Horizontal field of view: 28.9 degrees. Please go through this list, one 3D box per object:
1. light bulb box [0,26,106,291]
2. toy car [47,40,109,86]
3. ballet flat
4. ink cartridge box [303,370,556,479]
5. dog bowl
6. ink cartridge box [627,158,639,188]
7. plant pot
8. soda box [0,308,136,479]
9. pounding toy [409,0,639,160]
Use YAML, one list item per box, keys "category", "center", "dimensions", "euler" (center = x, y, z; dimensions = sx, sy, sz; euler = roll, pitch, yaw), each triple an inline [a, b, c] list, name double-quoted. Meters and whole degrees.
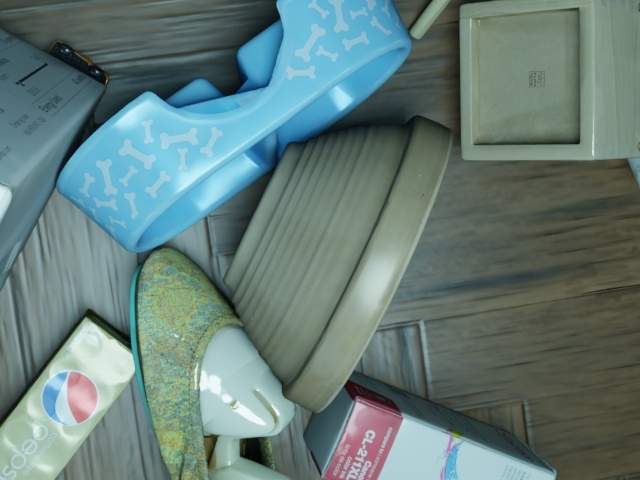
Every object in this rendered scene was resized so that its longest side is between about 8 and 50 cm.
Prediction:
- category: "light bulb box"
  center: [-0.367, -0.069, 0.797]
  dimensions: [0.361, 0.358, 0.225]
  euler: [29, 103, -8]
- category: "toy car"
  center: [-0.182, -0.167, 0.989]
  dimensions: [0.060, 0.040, 0.122]
  euler: [18, 94, 12]
- category: "ballet flat"
  center: [-0.066, 0.173, 0.988]
  dimensions: [0.123, 0.123, 0.348]
  euler: [-8, 99, -7]
- category: "ink cartridge box"
  center: [0.085, 0.175, 1.009]
  dimensions: [0.175, 0.127, 0.072]
  euler: [23, 92, -9]
- category: "dog bowl"
  center: [-0.057, -0.096, 0.940]
  dimensions: [0.297, 0.166, 0.074]
  euler: [-36, 85, -6]
- category: "ink cartridge box"
  center: [0.359, -0.191, 1.057]
  dimensions: [0.275, 0.060, 0.238]
  euler: [-17, 72, -6]
- category: "plant pot"
  center: [0.000, 0.000, 0.933]
  dimensions: [0.110, 0.237, 0.237]
  euler: [26, 90, -3]
- category: "soda box"
  center: [-0.219, 0.146, 1.000]
  dimensions: [0.061, 0.058, 0.181]
  euler: [38, 88, -9]
- category: "pounding toy"
  center: [0.169, -0.169, 1.009]
  dimensions: [0.094, 0.181, 0.206]
  euler: [-6, 96, -45]
